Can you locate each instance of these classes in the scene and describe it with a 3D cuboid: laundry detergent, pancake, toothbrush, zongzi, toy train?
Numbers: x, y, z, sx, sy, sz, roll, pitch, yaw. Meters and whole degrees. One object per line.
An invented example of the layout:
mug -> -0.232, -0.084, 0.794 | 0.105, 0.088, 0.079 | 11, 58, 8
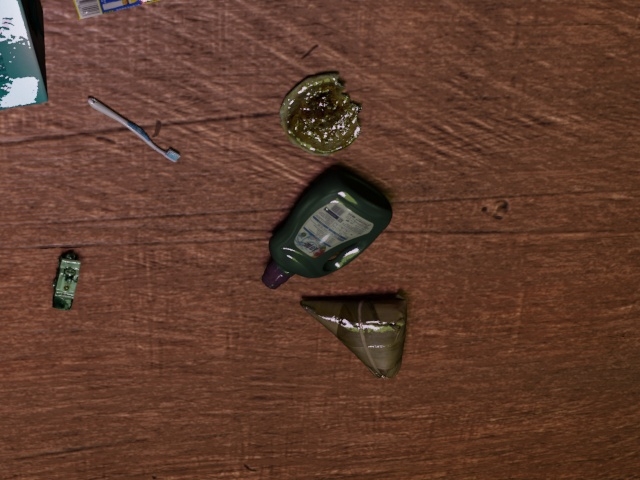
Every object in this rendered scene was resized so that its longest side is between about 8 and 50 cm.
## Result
laundry detergent -> 0.000, 0.000, 1.801 | 0.144, 0.078, 0.221 | 26, 117, -34
pancake -> 0.000, -0.178, 1.700 | 0.116, 0.022, 0.129 | -31, 123, 11
toothbrush -> -0.264, -0.155, 1.661 | 0.162, 0.014, 0.017 | 32, 128, -31
zongzi -> 0.053, 0.163, 1.945 | 0.176, 0.078, 0.160 | 0, 128, -1
toy train -> -0.383, 0.060, 1.772 | 0.033, 0.053, 0.083 | 9, 126, -19

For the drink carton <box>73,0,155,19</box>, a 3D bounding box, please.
drink carton -> -0.234, -0.334, 1.493 | 0.166, 0.071, 0.056 | -13, 132, -2

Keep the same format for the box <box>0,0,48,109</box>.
box -> -0.386, -0.277, 1.391 | 0.092, 0.245, 0.153 | -11, 130, -7
